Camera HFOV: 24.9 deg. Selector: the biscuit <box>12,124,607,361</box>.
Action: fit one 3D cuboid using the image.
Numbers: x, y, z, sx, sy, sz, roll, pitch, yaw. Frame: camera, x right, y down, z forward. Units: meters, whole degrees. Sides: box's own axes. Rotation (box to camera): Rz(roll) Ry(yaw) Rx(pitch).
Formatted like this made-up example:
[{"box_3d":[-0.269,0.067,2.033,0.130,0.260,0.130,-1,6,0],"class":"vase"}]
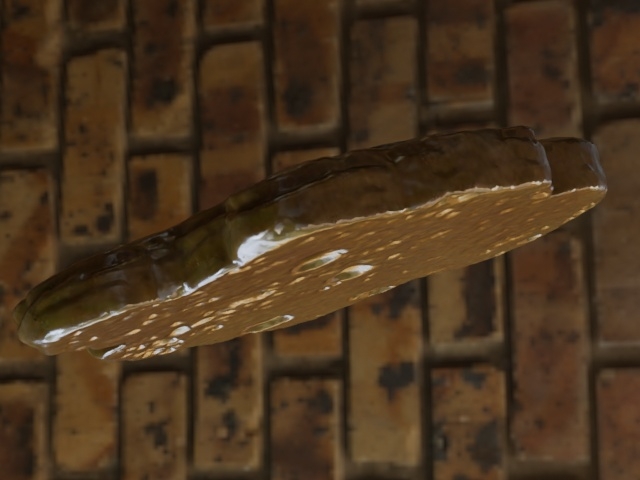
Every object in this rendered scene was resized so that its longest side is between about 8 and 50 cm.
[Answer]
[{"box_3d":[0.000,0.000,0.651,0.290,0.208,0.041,-12,-104,-33],"class":"biscuit"}]
